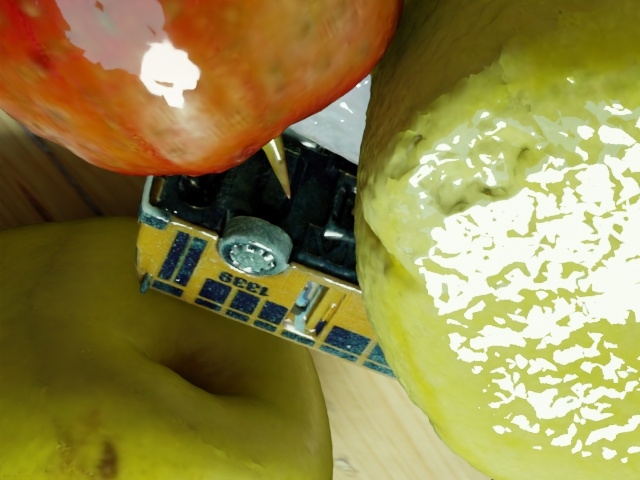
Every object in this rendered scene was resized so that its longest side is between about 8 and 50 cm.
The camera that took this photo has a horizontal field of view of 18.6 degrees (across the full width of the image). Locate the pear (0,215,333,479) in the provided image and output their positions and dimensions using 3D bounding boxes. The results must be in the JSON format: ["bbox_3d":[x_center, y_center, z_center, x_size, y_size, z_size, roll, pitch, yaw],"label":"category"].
[{"bbox_3d":[-0.165,0.171,1.084,0.362,0.362,0.418,28,129,-16],"label":"pear"}]

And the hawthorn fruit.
[{"bbox_3d":[-0.047,-0.102,0.691,0.179,0.179,0.200,-7,127,39],"label":"hawthorn fruit"}]

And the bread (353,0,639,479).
[{"bbox_3d":[0.137,-0.016,0.740,0.270,0.148,0.270,3,131,4],"label":"bread"}]

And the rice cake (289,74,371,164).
[{"bbox_3d":[0.075,-0.049,0.851,0.399,0.064,0.070,27,140,-15],"label":"rice cake"}]

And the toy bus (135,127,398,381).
[{"bbox_3d":[0.000,0.000,0.957,0.182,0.091,0.103,21,151,-6],"label":"toy bus"}]

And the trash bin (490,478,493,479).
[{"bbox_3d":[0.215,0.162,1.080,0.164,0.122,0.240,27,149,-15],"label":"trash bin"}]
